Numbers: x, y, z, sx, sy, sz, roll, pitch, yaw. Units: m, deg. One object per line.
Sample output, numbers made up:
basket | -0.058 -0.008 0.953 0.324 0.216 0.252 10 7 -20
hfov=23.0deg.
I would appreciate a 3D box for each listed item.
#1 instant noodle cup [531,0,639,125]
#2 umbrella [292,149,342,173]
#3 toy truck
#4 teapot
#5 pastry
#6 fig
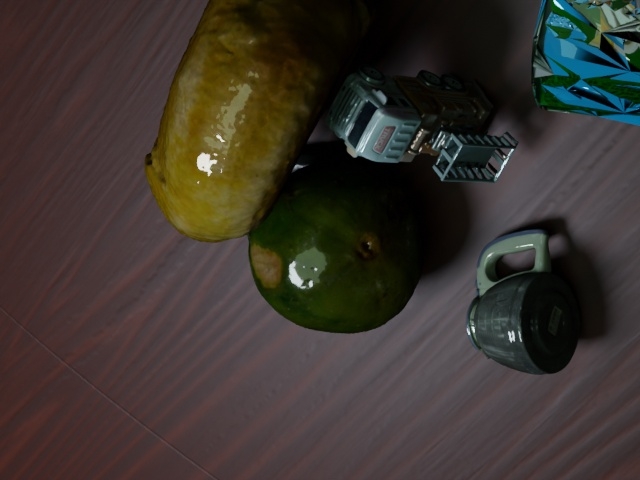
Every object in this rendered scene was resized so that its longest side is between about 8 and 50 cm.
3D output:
instant noodle cup | 0.318 -0.212 1.480 0.178 0.240 0.240 16 115 20
umbrella | -0.033 -0.086 1.821 0.133 0.031 0.036 0 106 28
toy truck | 0.103 -0.117 1.639 0.115 0.178 0.080 54 129 37
teapot | 0.208 0.074 1.710 0.108 0.111 0.149 -4 112 43
pastry | -0.070 -0.159 1.637 0.164 0.356 0.356 29 120 -5
fig | 0.000 0.000 1.768 0.245 0.195 0.195 23 122 54
